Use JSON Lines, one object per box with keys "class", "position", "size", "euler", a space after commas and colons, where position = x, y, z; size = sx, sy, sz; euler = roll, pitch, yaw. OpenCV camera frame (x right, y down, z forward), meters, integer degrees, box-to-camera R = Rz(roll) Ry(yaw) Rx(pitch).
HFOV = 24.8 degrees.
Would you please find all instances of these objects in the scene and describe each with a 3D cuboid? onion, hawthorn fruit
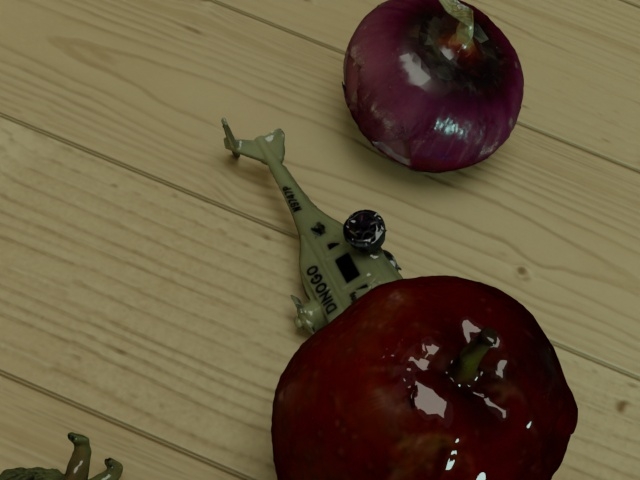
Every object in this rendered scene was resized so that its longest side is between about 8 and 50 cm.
{"class": "onion", "position": [0.108, -0.150, 1.371], "size": [0.177, 0.153, 0.177], "euler": [12, 72, -44]}
{"class": "hawthorn fruit", "position": [0.078, 0.118, 1.059], "size": [0.230, 0.266, 0.210], "euler": [-22, 64, -17]}

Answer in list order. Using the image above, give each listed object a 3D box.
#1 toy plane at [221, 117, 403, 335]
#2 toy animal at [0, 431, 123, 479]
{"class": "toy plane", "position": [0.000, 0.000, 1.269], "size": [0.108, 0.092, 0.286], "euler": [-28, 61, -2]}
{"class": "toy animal", "position": [-0.153, 0.191, 1.082], "size": [0.220, 0.069, 0.086], "euler": [4, 72, -4]}
